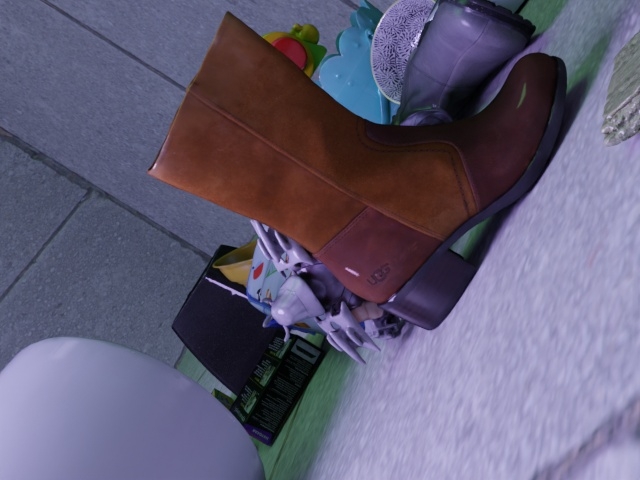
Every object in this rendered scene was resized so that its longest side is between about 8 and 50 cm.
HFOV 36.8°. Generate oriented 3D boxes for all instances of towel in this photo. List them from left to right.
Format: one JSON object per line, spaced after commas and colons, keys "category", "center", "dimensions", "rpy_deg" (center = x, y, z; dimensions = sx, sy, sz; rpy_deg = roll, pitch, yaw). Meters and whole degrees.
{"category": "towel", "center": [0.232, -0.131, 0.611], "dimensions": [0.148, 0.027, 0.110], "rpy_deg": [-54, 7, 40]}

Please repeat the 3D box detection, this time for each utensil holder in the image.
{"category": "utensil holder", "center": [-0.261, 0.324, 0.872], "dimensions": [0.327, 0.327, 0.385], "rpy_deg": [-52, 8, 45]}

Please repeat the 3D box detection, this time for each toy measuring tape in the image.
{"category": "toy measuring tape", "center": [-0.099, -0.243, 1.604], "dimensions": [0.330, 0.121, 0.121], "rpy_deg": [-61, 7, -22]}

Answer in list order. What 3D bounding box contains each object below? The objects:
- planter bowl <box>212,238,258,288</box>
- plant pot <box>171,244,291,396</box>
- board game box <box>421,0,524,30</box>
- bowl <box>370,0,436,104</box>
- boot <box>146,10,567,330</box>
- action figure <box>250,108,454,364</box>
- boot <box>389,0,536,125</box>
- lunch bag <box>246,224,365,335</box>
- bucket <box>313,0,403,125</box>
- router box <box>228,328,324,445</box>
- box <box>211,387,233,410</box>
{"category": "planter bowl", "center": [-0.044, 0.038, 1.438], "dimensions": [0.217, 0.090, 0.217], "rpy_deg": [-21, 8, 3]}
{"category": "plant pot", "center": [-0.141, 0.118, 1.623], "dimensions": [0.187, 0.167, 0.188], "rpy_deg": [-56, 8, 22]}
{"category": "board game box", "center": [0.276, -0.422, 1.336], "dimensions": [0.303, 0.097, 0.224], "rpy_deg": [-52, 8, 36]}
{"category": "bowl", "center": [0.166, -0.294, 1.508], "dimensions": [0.170, 0.080, 0.170], "rpy_deg": [0, 91, 48]}
{"category": "boot", "center": [0.036, -0.101, 0.800], "dimensions": [0.264, 0.280, 0.096], "rpy_deg": [-57, 7, 6]}
{"category": "action figure", "center": [0.038, -0.004, 0.906], "dimensions": [0.099, 0.185, 0.285], "rpy_deg": [-7, 30, 49]}
{"category": "boot", "center": [0.146, -0.166, 1.174], "dimensions": [0.338, 0.118, 0.223], "rpy_deg": [30, -95, -90]}
{"category": "lunch bag", "center": [0.000, 0.000, 1.158], "dimensions": [0.303, 0.115, 0.243], "rpy_deg": [-172, 98, -76]}
{"category": "bucket", "center": [0.077, -0.260, 1.682], "dimensions": [0.281, 0.183, 0.281], "rpy_deg": [-57, 6, 9]}
{"category": "router box", "center": [-0.060, 0.183, 1.235], "dimensions": [0.133, 0.046, 0.179], "rpy_deg": [-59, 7, -7]}
{"category": "box", "center": [-0.186, 0.313, 1.602], "dimensions": [0.105, 0.043, 0.179], "rpy_deg": [-59, 8, -3]}
